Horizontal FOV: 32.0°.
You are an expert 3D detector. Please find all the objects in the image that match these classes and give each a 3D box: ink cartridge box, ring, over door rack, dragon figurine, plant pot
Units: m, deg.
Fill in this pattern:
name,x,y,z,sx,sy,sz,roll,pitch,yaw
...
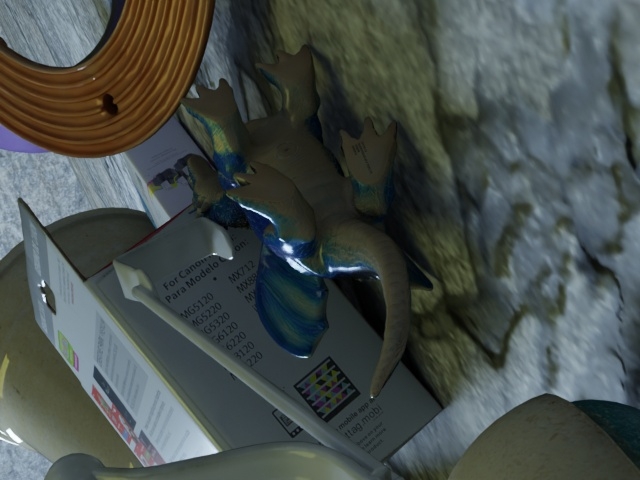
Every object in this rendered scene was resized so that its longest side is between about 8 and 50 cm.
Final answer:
name,x,y,z,sx,sy,sz,roll,pitch,yaw
ink cartridge box,-0.110,-0.017,1.009,0.181,0.061,0.104,51,164,39
ring,-0.176,-0.210,0.657,0.336,0.032,0.337,22,127,33
over door rack,-0.024,0.153,0.438,0.324,0.108,0.240,-137,31,-67
dragon figurine,0.000,0.000,0.571,0.289,0.085,0.144,49,162,46
plant pot,-0.199,0.176,1.281,0.305,0.334,0.334,35,153,41
ink cartridge box,-0.085,0.087,0.816,0.272,0.130,0.309,50,158,6

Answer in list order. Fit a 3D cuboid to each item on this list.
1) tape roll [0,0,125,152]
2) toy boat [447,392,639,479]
name,x,y,z,sx,sy,sz,roll,pitch,yaw
tape roll,-0.216,-0.166,0.832,0.189,0.189,0.080,60,167,6
toy boat,0.150,0.211,0.361,0.318,0.148,0.267,-121,16,-46
